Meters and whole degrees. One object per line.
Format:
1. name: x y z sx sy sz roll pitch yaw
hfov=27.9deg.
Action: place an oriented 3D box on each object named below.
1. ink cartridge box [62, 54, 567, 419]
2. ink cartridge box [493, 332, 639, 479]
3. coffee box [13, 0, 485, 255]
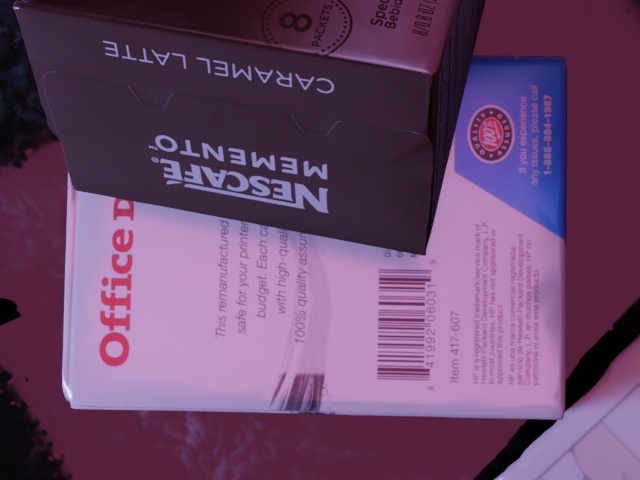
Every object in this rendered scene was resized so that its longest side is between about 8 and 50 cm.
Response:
1. ink cartridge box: 0.000 0.000 0.556 0.203 0.086 0.148 2 85 4
2. ink cartridge box: 0.277 0.112 0.551 0.308 0.091 0.385 45 106 5
3. coffee box: -0.002 -0.130 0.500 0.141 0.098 0.247 11 55 10
